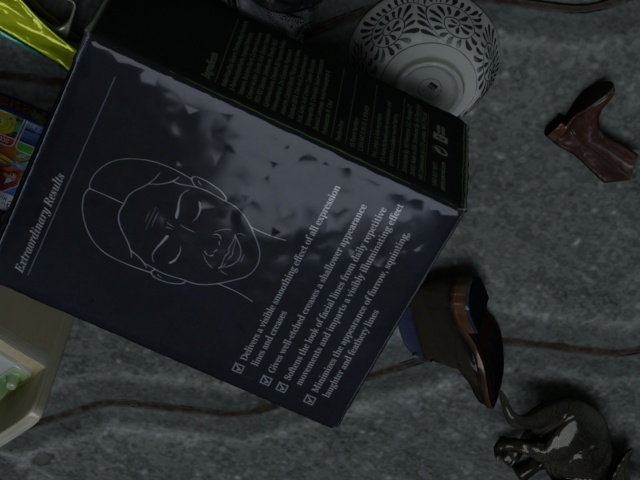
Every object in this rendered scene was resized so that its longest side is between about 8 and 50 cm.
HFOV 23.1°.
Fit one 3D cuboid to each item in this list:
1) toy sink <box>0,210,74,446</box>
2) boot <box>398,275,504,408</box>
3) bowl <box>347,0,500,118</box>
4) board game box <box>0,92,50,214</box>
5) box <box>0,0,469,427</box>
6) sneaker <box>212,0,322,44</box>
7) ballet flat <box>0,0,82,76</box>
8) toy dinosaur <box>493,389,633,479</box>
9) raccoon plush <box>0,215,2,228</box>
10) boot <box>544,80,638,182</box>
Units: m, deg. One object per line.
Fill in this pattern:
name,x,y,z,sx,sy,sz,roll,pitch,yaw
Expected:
toy sink,-0.383,0.109,1.790,0.131,0.234,0.152,35,134,-25
boot,0.162,0.123,1.945,0.106,0.082,0.219,3,134,24
bowl,0.115,-0.181,1.701,0.170,0.080,0.170,0,125,0
board game box,-0.349,-0.092,1.786,0.201,0.035,0.136,23,122,-16
box,-0.090,-0.044,1.583,0.395,0.212,0.294,25,118,-9
sneaker,-0.030,-0.221,1.654,0.153,0.101,0.269,-27,120,20
ballet flat,-0.271,-0.216,1.678,0.231,0.077,0.077,35,102,-22
toy dinosaur,0.317,0.266,2.030,0.160,0.121,0.313,-32,117,7
raccoon plush,-0.516,-0.080,1.654,0.299,0.216,0.447,-12,85,-1
boot,0.329,-0.119,1.776,0.114,0.037,0.106,35,132,-20
